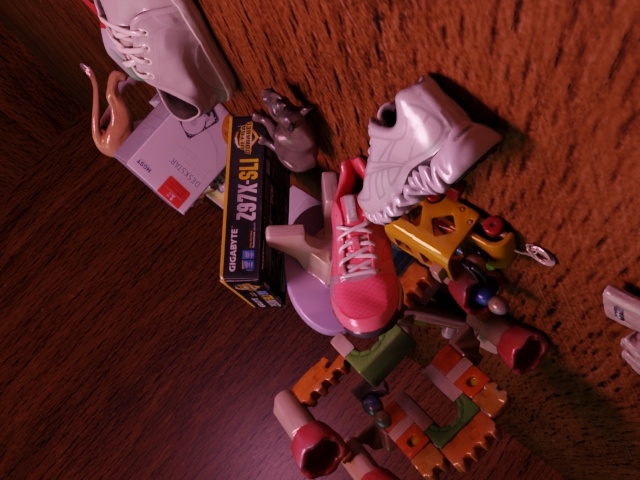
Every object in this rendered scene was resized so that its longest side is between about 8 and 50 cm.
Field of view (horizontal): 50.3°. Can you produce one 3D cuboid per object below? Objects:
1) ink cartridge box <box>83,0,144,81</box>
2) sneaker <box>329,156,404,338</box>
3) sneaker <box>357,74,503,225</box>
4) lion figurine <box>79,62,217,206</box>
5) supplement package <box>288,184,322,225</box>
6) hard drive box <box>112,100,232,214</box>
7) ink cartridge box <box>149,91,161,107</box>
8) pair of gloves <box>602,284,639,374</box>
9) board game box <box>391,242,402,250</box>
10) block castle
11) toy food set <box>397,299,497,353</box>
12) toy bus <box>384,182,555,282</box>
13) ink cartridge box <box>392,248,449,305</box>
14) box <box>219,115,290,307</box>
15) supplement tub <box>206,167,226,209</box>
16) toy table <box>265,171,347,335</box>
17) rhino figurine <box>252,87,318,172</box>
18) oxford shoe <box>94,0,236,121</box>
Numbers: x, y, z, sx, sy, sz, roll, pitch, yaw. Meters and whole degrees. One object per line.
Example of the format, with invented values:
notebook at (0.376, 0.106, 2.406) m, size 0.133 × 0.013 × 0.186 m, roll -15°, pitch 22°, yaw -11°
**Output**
ink cartridge box at (-0.445, -0.440, 1.491) m, size 0.225 × 0.056 × 0.181 m, roll 43°, pitch 170°, yaw -36°
sneaker at (0.053, 0.001, 1.041) m, size 0.136 × 0.116 × 0.313 m, roll 65°, pitch -161°, yaw -47°
sneaker at (0.101, -0.101, 0.808) m, size 0.118 × 0.110 × 0.292 m, roll 48°, pitch 161°, yaw -1°
lion figurine at (-0.390, -0.226, 1.535) m, size 0.392 × 0.240 × 0.142 m, roll 16°, pitch -173°, yaw -42°
supplement package at (0.000, 0.000, 1.614) m, size 0.244 × 0.133 × 0.139 m, roll 34°, pitch 170°, yaw 34°
hard drive box at (-0.294, -0.204, 1.467) m, size 0.089 × 0.232 × 0.181 m, roll 30°, pitch 168°, yaw 49°
ink cartridge box at (-0.371, -0.336, 1.712) m, size 0.088 × 0.052 × 0.122 m, roll 43°, pitch 172°, yaw -24°
pair of gloves at (0.449, 0.149, 0.819) m, size 0.204 × 0.042 × 0.240 m, roll 35°, pitch 169°, yaw 45°
board game box at (0.120, -0.020, 1.390) m, size 0.090 × 0.020 × 0.090 m, roll 45°, pitch 170°, yaw -25°
block castle at (0.173, 0.261, 1.197) m, size 0.303 × 0.453 × 0.213 m, roll 47°, pitch 176°, yaw -38°
toy food set at (0.217, 0.184, 1.508) m, size 0.306 × 0.092 × 0.220 m, roll 16°, pitch -176°, yaw -29°
toy bus at (0.188, 0.007, 0.961) m, size 0.191 × 0.104 × 0.202 m, roll 41°, pitch 172°, yaw -13°
ink cartridge box at (0.185, 0.076, 1.475) m, size 0.181 × 0.061 × 0.104 m, roll 43°, pitch 171°, yaw -29°
box at (-0.121, -0.047, 1.342) m, size 0.080 × 0.321 × 0.257 m, roll -1°, pitch 164°, yaw 7°
supplement tub at (-0.220, -0.148, 1.743) m, size 0.200 × 0.144 × 0.144 m, roll 38°, pitch 171°, yaw 5°
toy table at (0.024, 0.020, 1.281) m, size 0.160 × 0.252 × 0.274 m, roll 99°, pitch 154°, yaw -60°
rhino figurine at (-0.051, -0.182, 1.103) m, size 0.106 × 0.073 × 0.243 m, roll 41°, pitch 171°, yaw 11°
oxford shoe at (-0.268, -0.331, 1.065) m, size 0.169 × 0.130 × 0.449 m, roll 37°, pitch 170°, yaw 27°
